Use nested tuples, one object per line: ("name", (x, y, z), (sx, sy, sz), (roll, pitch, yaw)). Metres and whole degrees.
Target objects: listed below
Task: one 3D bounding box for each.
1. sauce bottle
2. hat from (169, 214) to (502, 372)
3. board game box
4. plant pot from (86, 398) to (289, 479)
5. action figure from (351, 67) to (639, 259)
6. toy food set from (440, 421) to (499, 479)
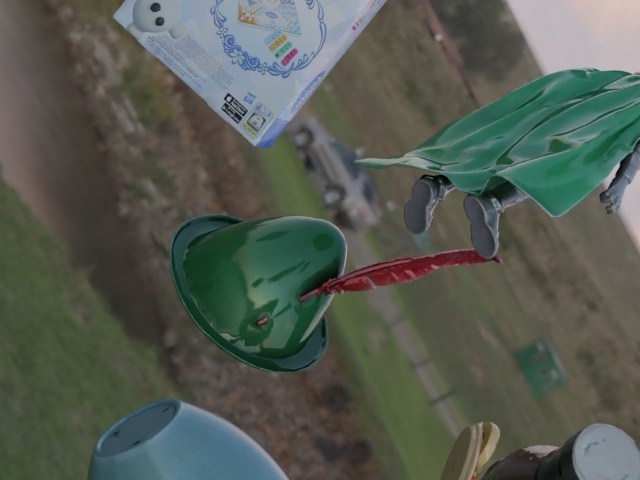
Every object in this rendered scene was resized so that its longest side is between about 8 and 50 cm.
("sauce bottle", (0.190, 0.260, 1.336), (0.111, 0.111, 0.344), (64, -26, 14))
("hat", (0.000, 0.000, 1.245), (0.208, 0.183, 0.173), (-1, 57, -51))
("board game box", (-0.029, -0.102, 0.606), (0.090, 0.090, 0.020), (43, 14, 14))
("plant pot", (-0.202, 0.331, 1.908), (0.195, 0.290, 0.290), (63, 2, -17))
("action figure", (0.147, -0.058, 0.839), (0.137, 0.232, 0.064), (23, -53, 38))
("toy food set", (0.114, 0.181, 1.116), (0.020, 0.083, 0.082), (21, -12, -3))
